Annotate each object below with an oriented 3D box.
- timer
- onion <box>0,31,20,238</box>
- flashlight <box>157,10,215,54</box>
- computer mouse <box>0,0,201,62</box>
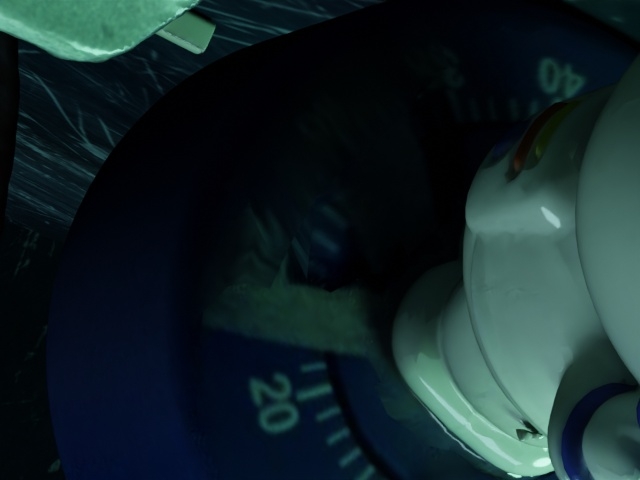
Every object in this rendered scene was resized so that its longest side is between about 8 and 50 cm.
[{"bbox_3d":[0.086,0.022,0.558,0.270,0.270,0.383,25,163,-16],"label":"timer"},{"bbox_3d":[-0.273,-0.038,0.722,0.285,0.347,0.347,11,-178,-36],"label":"onion"},{"bbox_3d":[-0.093,-0.119,0.904,0.083,0.018,0.018,25,174,-20],"label":"flashlight"},{"bbox_3d":[-0.104,-0.126,0.468,0.229,0.113,0.068,26,-176,-14],"label":"computer mouse"}]
